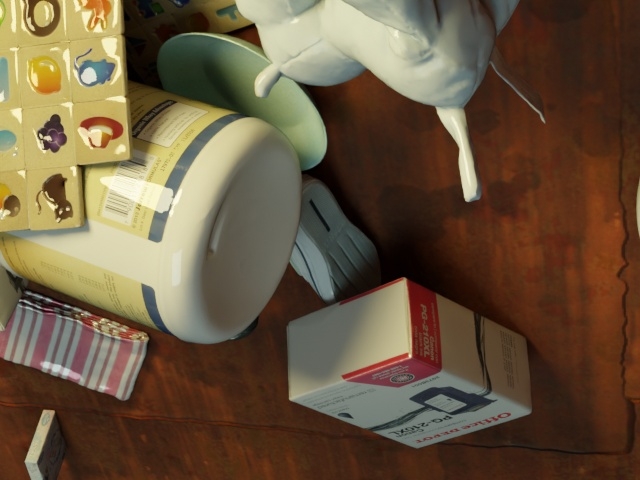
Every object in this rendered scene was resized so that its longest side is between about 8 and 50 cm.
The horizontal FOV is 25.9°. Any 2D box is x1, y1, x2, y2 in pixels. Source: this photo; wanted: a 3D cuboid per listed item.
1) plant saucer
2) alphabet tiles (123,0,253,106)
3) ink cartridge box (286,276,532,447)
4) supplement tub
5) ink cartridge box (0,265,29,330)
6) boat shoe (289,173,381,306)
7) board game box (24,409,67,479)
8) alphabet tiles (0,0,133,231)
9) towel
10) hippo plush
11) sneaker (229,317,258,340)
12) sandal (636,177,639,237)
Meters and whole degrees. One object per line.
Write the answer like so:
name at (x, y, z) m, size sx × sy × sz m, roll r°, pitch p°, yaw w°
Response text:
plant saucer at (-0.071, -0.147, 1.388) m, size 0.195 × 0.037 × 0.195 m, roll 24°, pitch 152°, yaw 14°
alphabet tiles at (-0.131, -0.231, 1.378) m, size 0.198 × 0.009 × 0.237 m, roll -13°, pitch 129°, yaw 29°
ink cartridge box at (0.103, 0.144, 1.567) m, size 0.172 × 0.100 × 0.237 m, roll -23°, pitch 146°, yaw 34°
supplement tub at (-0.201, -0.046, 1.397) m, size 0.316 × 0.228 × 0.228 m, roll 19°, pitch 140°, yaw 24°
ink cartridge box at (-0.403, 0.037, 1.637) m, size 0.109 × 0.150 × 0.063 m, roll -4°, pitch 133°, yaw 22°
boat shoe at (0.000, 0.000, 1.539) m, size 0.076 × 0.083 × 0.226 m, roll 24°, pitch 151°, yaw 39°
board game box at (-0.384, 0.300, 1.949) m, size 0.020 × 0.090 × 0.090 m, roll 4°, pitch 136°, yaw 8°
alphabet tiles at (-0.305, -0.177, 1.311) m, size 0.285 × 0.011 × 0.342 m, roll -4°, pitch 89°, yaw 25°
towel at (-0.328, 0.139, 1.811) m, size 0.197 × 0.029 × 0.144 m, roll 20°, pitch 138°, yaw -3°
hippo plush at (0.055, -0.225, 1.224) m, size 0.237 × 0.234 × 0.294 m, roll 7°, pitch 138°, yaw 49°
sneaker at (-0.132, 0.019, 1.584) m, size 0.229 × 0.086 × 0.132 m, roll 40°, pitch 131°, yaw -21°
sandal at (0.403, -0.073, 1.301) m, size 0.169 × 0.102 × 0.416 m, roll 14°, pitch 138°, yaw 3°
